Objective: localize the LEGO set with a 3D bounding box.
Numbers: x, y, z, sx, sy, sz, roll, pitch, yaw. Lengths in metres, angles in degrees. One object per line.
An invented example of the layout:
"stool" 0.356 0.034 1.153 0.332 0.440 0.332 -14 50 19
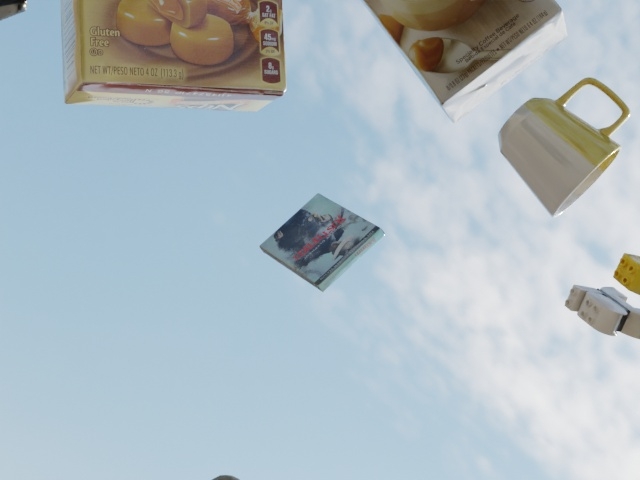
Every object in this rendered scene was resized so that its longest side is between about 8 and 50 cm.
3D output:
"LEGO set" 0.247 0.058 0.873 0.227 0.093 0.087 44 -61 53

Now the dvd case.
"dvd case" 0.000 0.000 1.275 0.119 0.087 0.013 33 -19 52

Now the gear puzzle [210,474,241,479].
"gear puzzle" 0.023 0.234 0.382 0.339 0.175 0.044 45 -44 17

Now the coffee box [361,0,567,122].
"coffee box" 0.104 -0.256 1.207 0.246 0.141 0.098 54 8 13

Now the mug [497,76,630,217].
"mug" 0.154 -0.063 0.818 0.064 0.078 0.062 45 -21 13

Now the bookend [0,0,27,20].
"bookend" -0.319 -0.280 1.051 0.157 0.072 0.156 34 -46 23

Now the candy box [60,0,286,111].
"candy box" -0.134 -0.278 1.121 0.087 0.183 0.316 164 -75 -66
